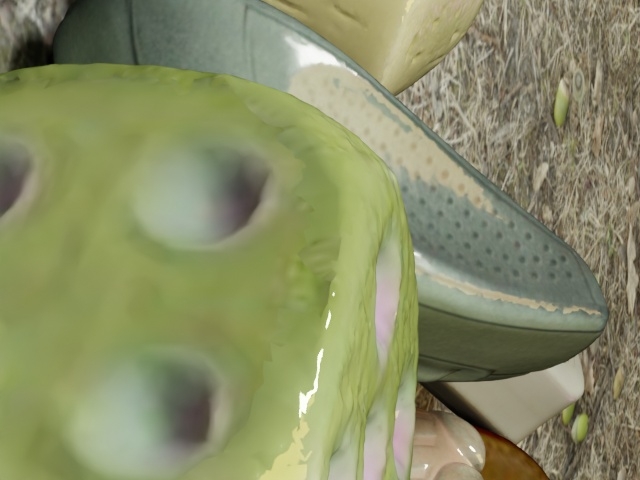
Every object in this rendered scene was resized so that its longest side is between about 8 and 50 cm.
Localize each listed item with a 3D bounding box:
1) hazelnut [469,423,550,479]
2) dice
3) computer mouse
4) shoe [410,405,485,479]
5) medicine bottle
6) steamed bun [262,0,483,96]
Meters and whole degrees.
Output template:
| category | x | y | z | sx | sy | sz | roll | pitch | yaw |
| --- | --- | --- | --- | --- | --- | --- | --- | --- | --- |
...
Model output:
| category | x | y | z | sx | sy | sz | roll | pitch | yaw |
| --- | --- | --- | --- | --- | --- | --- | --- | --- | --- |
| hazelnut | 0.077 | 0.253 | 1.197 | 0.229 | 0.229 | 0.230 | -16 | 109 | -59 |
| dice | -0.094 | 0.088 | 0.752 | 0.254 | 0.252 | 0.250 | 80 | 20 | -51 |
| computer mouse | 0.000 | 0.000 | 0.919 | 0.371 | 0.188 | 0.122 | 33 | 61 | -22 |
| shoe | -0.046 | 0.210 | 0.972 | 0.172 | 0.198 | 0.351 | -52 | -172 | 43 |
| medicine bottle | 0.079 | 0.027 | 1.184 | 0.324 | 0.124 | 0.179 | 41 | 15 | -54 |
| steamed bun | 0.012 | -0.194 | 0.966 | 0.155 | 0.200 | 0.250 | -61 | 179 | 40 |
